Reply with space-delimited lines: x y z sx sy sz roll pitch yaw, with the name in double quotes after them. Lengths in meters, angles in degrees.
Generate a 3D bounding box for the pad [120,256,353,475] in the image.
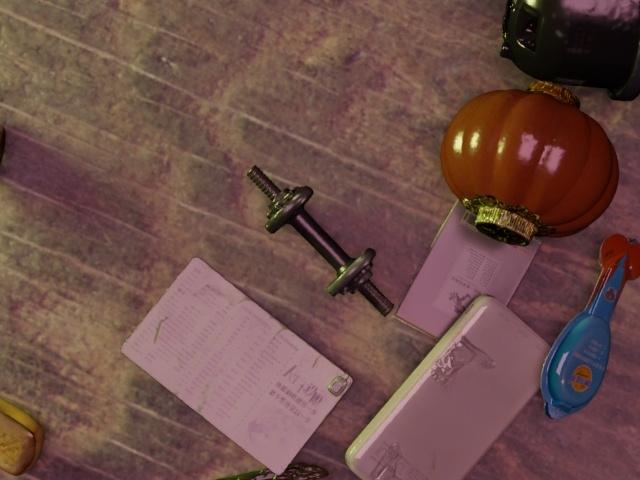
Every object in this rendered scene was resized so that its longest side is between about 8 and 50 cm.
-0.107 0.159 1.890 0.265 0.009 0.159 38 84 5 "pad"

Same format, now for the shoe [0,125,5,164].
-0.441 -0.110 1.881 0.069 0.072 0.109 6 88 -5 "shoe"

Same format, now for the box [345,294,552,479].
0.168 0.214 1.875 0.142 0.044 0.285 41 88 -12 "box"

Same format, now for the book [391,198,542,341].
0.190 0.049 1.906 0.127 0.014 0.181 29 88 1 "book"

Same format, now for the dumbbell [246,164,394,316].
0.000 0.000 1.874 0.081 0.081 0.254 -44 89 -2 "dumbbell"

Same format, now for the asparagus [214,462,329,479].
-0.106 0.315 1.886 0.236 0.027 0.034 -15 68 -3 "asparagus"

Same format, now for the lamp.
0.256 -0.095 1.811 0.223 0.223 0.196 22 79 1 "lamp"

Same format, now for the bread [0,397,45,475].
-0.400 0.242 1.874 0.115 0.056 0.082 26 106 13 "bread"

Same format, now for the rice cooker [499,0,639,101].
0.342 -0.302 1.809 0.224 0.267 0.267 8 88 1 "rice cooker"

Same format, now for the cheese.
0.346 0.111 1.881 0.106 0.037 0.256 28 83 -36 "cheese"
